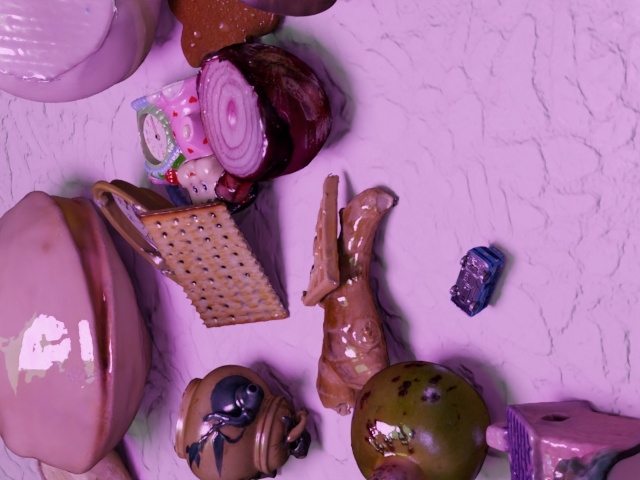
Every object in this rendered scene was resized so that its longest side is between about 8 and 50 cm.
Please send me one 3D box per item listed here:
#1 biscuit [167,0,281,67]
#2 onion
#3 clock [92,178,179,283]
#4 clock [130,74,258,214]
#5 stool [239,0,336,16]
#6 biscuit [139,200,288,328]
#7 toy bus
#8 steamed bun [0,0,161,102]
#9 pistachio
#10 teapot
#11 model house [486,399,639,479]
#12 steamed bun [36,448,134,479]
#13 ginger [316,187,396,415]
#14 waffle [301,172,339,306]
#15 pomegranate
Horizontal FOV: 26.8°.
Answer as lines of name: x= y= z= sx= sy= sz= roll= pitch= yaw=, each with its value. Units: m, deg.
biscuit: x=-0.120 y=-0.295 z=1.763 sx=0.205 sy=0.031 sz=0.138 roll=-7 pitch=102 yaw=49
onion: x=-0.075 y=-0.137 z=1.704 sx=0.195 sy=0.140 sz=0.218 roll=41 pitch=133 yaw=33
clock: x=-0.229 y=-0.015 z=1.943 sx=0.237 sy=0.057 sz=0.237 roll=36 pitch=162 yaw=14
clock: x=-0.171 y=-0.122 z=1.847 sx=0.194 sy=0.100 sz=0.195 roll=-14 pitch=96 yaw=55
stool: x=-0.020 y=-0.405 z=1.495 sx=0.179 sy=0.179 sz=0.264 roll=47 pitch=136 yaw=23
biscuit: x=-0.146 y=0.036 z=1.835 sx=0.139 sy=0.016 sz=0.231 roll=-7 pitch=134 yaw=24
toy bus: x=0.184 y=0.046 z=1.572 sx=0.038 sy=0.046 sz=0.083 roll=40 pitch=135 yaw=29
steamed bun: x=-0.356 y=-0.337 z=1.847 sx=0.309 sy=0.309 sz=0.309 roll=22 pitch=122 yaw=40
pistachio: x=-0.410 y=0.145 z=2.111 sx=0.365 sy=0.281 sz=0.445 roll=-9 pitch=86 yaw=57
teapot: x=-0.101 y=0.276 z=1.915 sx=0.182 sy=0.173 sz=0.269 roll=8 pitch=143 yaw=13
model house: x=0.260 y=0.314 z=1.484 sx=0.237 sy=0.202 sz=0.237 roll=5 pitch=110 yaw=45
steamed bun: x=-0.400 y=0.376 z=2.304 sx=0.231 sy=0.110 sz=0.212 roll=21 pitch=138 yaw=38
ginger: x=0.042 y=0.090 z=1.724 sx=0.148 sy=0.081 sz=0.333 roll=-132 pitch=40 yaw=-65
waffle: x=0.000 y=0.000 z=1.715 sx=0.097 sy=0.023 sz=0.152 roll=140 pitch=134 yaw=-62
pomegranate: x=0.113 y=0.255 z=1.625 sx=0.179 sy=0.179 sz=0.210 roll=-7 pitch=57 yaw=49
